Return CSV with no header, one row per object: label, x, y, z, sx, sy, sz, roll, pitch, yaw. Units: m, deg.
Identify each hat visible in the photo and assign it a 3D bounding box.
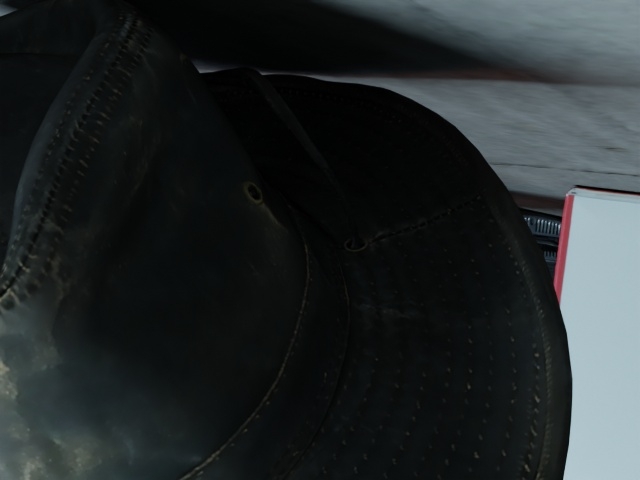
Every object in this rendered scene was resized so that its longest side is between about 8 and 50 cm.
hat,-0.084,0.008,0.426,0.331,0.331,0.134,7,137,27

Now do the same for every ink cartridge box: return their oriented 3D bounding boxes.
ink cartridge box,0.228,0.078,0.973,0.114,0.196,0.273,8,178,15

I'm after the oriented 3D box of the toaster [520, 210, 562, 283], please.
toaster,0.138,0.033,1.192,0.227,0.129,0.146,5,-175,-40
